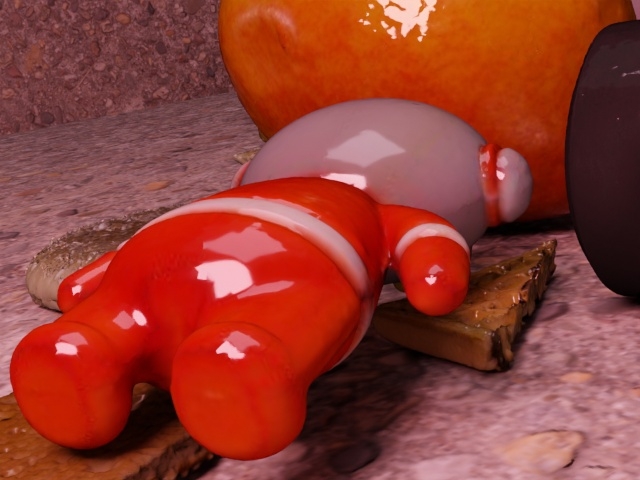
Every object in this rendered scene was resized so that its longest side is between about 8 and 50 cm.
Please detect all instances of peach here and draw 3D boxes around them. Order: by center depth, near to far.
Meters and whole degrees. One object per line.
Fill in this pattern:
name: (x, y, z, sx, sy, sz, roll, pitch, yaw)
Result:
peach: (0.083, -0.144, 0.780, 0.289, 0.289, 0.308, -12, 53, -15)

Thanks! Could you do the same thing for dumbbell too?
dumbbell: (0.245, -0.042, 0.512, 0.218, 0.152, 0.152, 1, 15, 38)

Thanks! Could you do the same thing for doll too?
doll: (0.000, 0.000, 0.517, 0.200, 0.105, 0.336, -3, 20, 26)

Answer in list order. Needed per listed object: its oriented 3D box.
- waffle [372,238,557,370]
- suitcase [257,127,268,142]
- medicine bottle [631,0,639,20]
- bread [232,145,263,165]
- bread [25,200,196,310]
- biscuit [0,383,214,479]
waffle: (0.110, 0.031, 0.568, 0.153, 0.023, 0.097, -17, 16, -35)
suitcase: (0.044, -0.179, 1.300, 0.235, 0.143, 0.194, -16, 15, -34)
medicine bottle: (0.398, -0.258, 1.254, 0.219, 0.219, 0.388, -11, 11, -12)
bread: (0.001, -0.067, 1.004, 0.172, 0.064, 0.232, -5, 11, 8)
bread: (-0.096, 0.001, 0.812, 0.267, 0.040, 0.267, -9, 12, 2)
biscuit: (-0.132, 0.100, 0.411, 0.131, 0.025, 0.231, 0, 14, 33)
